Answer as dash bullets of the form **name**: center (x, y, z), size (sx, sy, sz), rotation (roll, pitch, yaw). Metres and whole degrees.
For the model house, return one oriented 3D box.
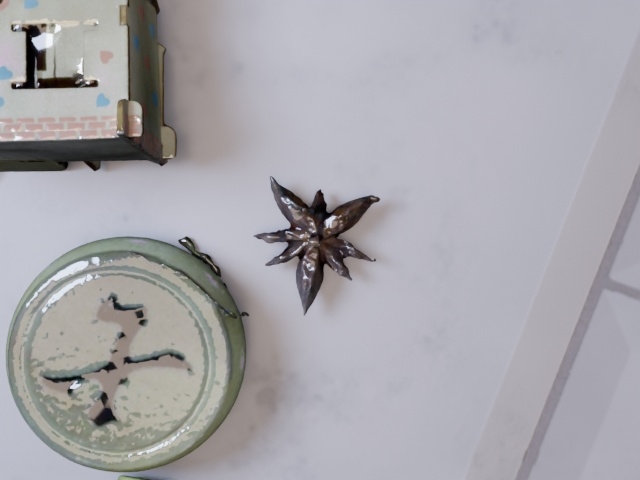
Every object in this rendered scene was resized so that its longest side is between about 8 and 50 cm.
- **model house**: center (-0.301, -0.189, 0.767), size (0.326, 0.169, 0.244), rotation (-2, 87, -3)

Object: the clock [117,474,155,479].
- **clock**: center (-0.188, 0.326, 0.764), size (0.069, 0.232, 0.170), rotation (12, 93, -3)

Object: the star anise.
- **star anise**: center (-0.006, 0.010, 0.832), size (0.124, 0.056, 0.129), rotation (10, 94, -3)

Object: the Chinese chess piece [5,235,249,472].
- **Chinese chess piece**: center (-0.185, 0.106, 0.818), size (0.238, 0.092, 0.237), rotation (0, 93, -1)
